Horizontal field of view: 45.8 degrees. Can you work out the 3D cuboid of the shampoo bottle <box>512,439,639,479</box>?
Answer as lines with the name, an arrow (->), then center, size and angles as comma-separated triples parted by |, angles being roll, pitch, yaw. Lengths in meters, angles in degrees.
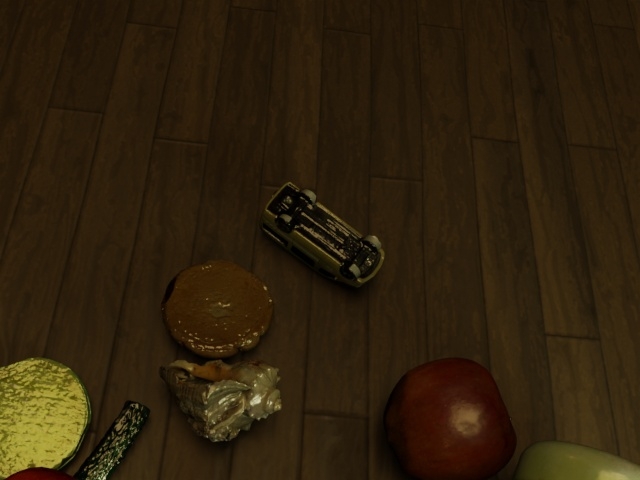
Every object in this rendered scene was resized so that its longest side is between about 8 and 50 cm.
shampoo bottle -> 0.403, 0.497, 1.172 | 0.322, 0.322, 0.318 | 21, 67, 4

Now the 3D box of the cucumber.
cucumber -> -0.361, 0.361, 1.297 | 0.058, 0.058, 0.187 | 29, 60, 9

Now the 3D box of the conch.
conch -> -0.183, 0.261, 1.322 | 0.245, 0.178, 0.163 | 15, 65, 28

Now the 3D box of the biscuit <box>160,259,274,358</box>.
biscuit -> -0.196, 0.130, 1.449 | 0.225, 0.042, 0.226 | 7, 47, -8

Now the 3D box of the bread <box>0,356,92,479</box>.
bread -> -0.512, 0.312, 1.316 | 0.228, 0.033, 0.229 | 3, 61, -5

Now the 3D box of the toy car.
toy car -> 0.000, 0.000, 1.529 | 0.256, 0.124, 0.101 | 37, 61, 3

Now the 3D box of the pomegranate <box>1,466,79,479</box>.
pomegranate -> -0.444, 0.460, 1.147 | 0.235, 0.210, 0.210 | -34, 66, 6

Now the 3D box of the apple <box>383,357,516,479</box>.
apple -> 0.222, 0.319, 1.322 | 0.229, 0.230, 0.230 | 4, 59, -6
